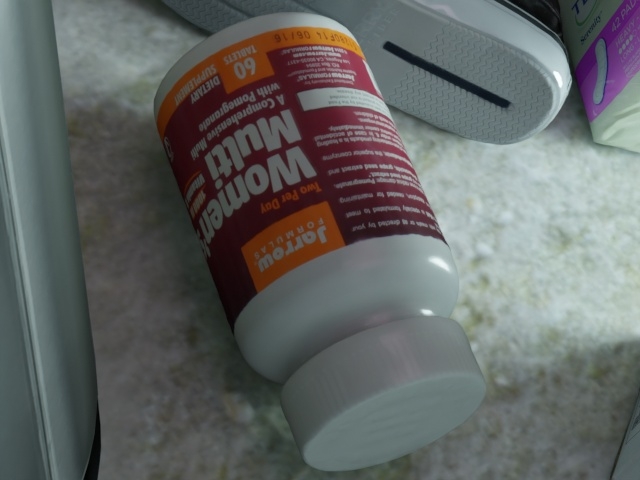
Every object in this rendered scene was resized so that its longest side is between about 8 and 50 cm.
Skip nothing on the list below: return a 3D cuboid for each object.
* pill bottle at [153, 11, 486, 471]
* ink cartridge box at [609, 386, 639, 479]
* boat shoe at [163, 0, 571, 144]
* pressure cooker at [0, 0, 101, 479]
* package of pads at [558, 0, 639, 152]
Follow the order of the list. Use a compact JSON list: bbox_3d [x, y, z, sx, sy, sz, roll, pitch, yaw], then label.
[{"bbox_3d":[0.000,0.000,0.994,0.121,0.121,0.221,-5,60,-31],"label":"pill bottle"},{"bbox_3d":[0.355,0.082,1.000,0.272,0.309,0.130,31,48,-6],"label":"ink cartridge box"},{"bbox_3d":[0.004,-0.175,1.143,0.335,0.121,0.119,31,39,-20],"label":"boat shoe"},{"bbox_3d":[-0.264,0.023,0.658,0.369,0.420,0.375,-13,40,-13],"label":"pressure cooker"},{"bbox_3d":[0.242,-0.225,1.171,0.101,0.296,0.229,6,54,-23],"label":"package of pads"}]
